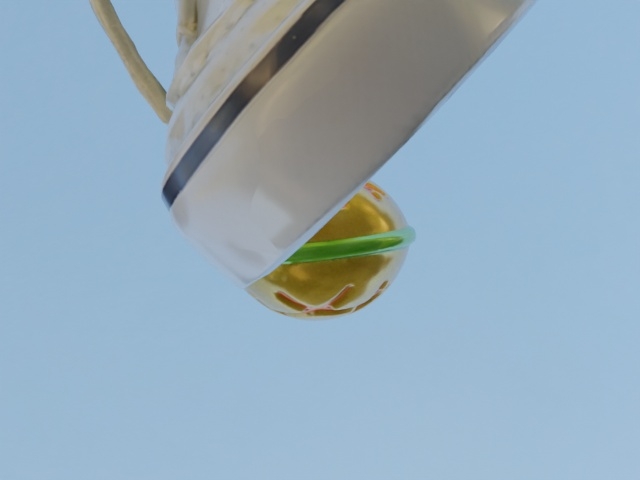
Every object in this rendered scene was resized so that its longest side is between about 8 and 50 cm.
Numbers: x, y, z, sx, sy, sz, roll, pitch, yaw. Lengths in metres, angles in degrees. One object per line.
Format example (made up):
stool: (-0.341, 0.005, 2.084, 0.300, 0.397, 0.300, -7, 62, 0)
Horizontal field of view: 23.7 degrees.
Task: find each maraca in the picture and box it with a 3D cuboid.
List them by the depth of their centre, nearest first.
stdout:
maraca: (0.000, 0.000, 1.006, 0.127, 0.186, 0.099, -2, -86, 4)

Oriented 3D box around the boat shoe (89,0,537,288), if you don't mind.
boat shoe: (-0.017, -0.115, 0.497, 0.156, 0.367, 0.136, 43, -68, -9)
